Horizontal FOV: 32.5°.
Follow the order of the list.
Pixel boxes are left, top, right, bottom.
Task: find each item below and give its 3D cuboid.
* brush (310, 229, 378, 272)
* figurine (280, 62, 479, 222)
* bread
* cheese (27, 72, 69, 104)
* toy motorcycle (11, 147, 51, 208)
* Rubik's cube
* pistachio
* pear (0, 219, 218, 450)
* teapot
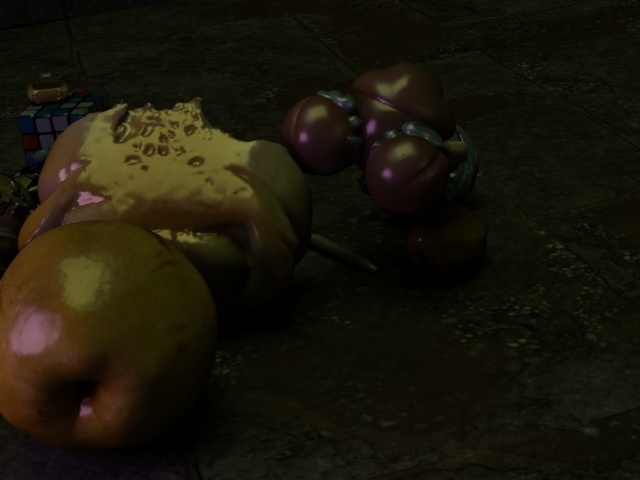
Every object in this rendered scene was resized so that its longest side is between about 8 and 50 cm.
[{"bbox_3d":[0.000,0.000,1.873,0.042,0.039,0.299,-24,31,-34],"label":"brush"},{"bbox_3d":[0.121,-0.153,1.802,0.276,0.248,0.388,23,-7,18],"label":"figurine"},{"bbox_3d":[-0.227,-0.037,1.666,0.423,0.329,0.245,8,27,4],"label":"bread"},{"bbox_3d":[-0.586,-0.332,2.357,0.086,0.036,0.162,-10,26,-11],"label":"cheese"},{"bbox_3d":[-0.576,-0.095,2.140,0.168,0.113,0.315,-29,23,-21],"label":"toy motorcycle"},{"bbox_3d":[-0.533,-0.221,2.332,0.151,0.154,0.155,-1,26,11],"label":"Rubik's cube"},{"bbox_3d":[0.204,0.005,1.748,0.110,0.100,0.189,32,25,19],"label":"pistachio"},{"bbox_3d":[-0.279,0.120,1.412,0.314,0.314,0.314,-6,25,3],"label":"pear"},{"bbox_3d":[-0.576,-0.022,1.944,0.269,0.173,0.183,-10,64,-5],"label":"teapot"}]
